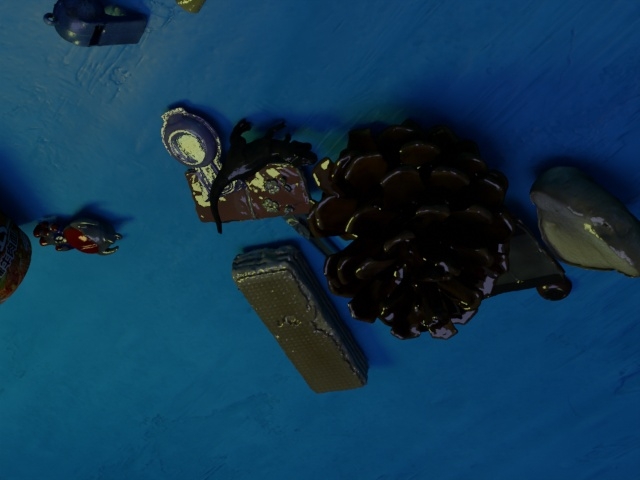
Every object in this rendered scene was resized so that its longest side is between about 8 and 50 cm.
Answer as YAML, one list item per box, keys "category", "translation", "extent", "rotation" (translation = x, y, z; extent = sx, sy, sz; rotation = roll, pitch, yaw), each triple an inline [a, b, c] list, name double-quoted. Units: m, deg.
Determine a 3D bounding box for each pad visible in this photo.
- category: "pad"
  translation: [0.319, 0.038, 2.035]
  extent: [0.174, 0.022, 0.233]
  rotation: [45, 141, -22]

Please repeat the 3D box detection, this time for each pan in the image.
- category: "pan"
  translation: [0.427, 0.084, 2.105]
  extent: [0.115, 0.023, 0.068]
  rotation: [29, 138, -21]

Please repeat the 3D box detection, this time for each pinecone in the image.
- category: "pinecone"
  translation: [0.144, 0.007, 1.821]
  extent: [0.384, 0.384, 0.384]
  rotation: [6, 140, 5]

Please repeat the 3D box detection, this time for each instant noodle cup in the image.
- category: "instant noodle cup"
  translation: [-0.689, 0.011, 2.113]
  extent: [0.250, 0.250, 0.192]
  rotation: [-13, 144, 25]

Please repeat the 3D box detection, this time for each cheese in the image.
- category: "cheese"
  translation: [-0.211, -0.152, 1.935]
  extent: [0.105, 0.042, 0.191]
  rotation: [-19, 122, 27]
- category: "cheese"
  translation: [-0.191, -0.383, 1.686]
  extent: [0.044, 0.030, 0.083]
  rotation: [18, 146, -18]

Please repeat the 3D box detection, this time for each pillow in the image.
- category: "pillow"
  translation: [-0.128, -0.088, 1.998]
  extent: [0.232, 0.043, 0.126]
  rotation: [-5, 124, 20]

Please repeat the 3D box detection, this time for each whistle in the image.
- category: "whistle"
  translation: [-0.361, -0.350, 1.737]
  extent: [0.158, 0.090, 0.090]
  rotation: [-13, 156, -38]

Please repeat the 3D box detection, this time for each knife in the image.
- category: "knife"
  translation: [0.000, 0.002, 2.100]
  extent: [0.044, 0.026, 0.296]
  rotation: [-29, 127, 22]

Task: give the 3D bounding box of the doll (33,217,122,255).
- category: "doll"
  translation: [-0.472, -0.007, 2.168]
  extent: [0.195, 0.062, 0.104]
  rotation: [1, 122, 24]

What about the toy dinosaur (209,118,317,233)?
- category: "toy dinosaur"
  translation: [-0.107, -0.119, 1.863]
  extent: [0.187, 0.179, 0.087]
  rotation: [-14, 135, 23]

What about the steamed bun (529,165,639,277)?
- category: "steamed bun"
  translation: [0.456, -0.044, 1.873]
  extent: [0.212, 0.110, 0.231]
  rotation: [50, 162, -28]

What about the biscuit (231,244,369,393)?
- category: "biscuit"
  translation: [-0.031, 0.166, 2.260]
  extent: [0.144, 0.078, 0.426]
  rotation: [-11, 136, 22]
